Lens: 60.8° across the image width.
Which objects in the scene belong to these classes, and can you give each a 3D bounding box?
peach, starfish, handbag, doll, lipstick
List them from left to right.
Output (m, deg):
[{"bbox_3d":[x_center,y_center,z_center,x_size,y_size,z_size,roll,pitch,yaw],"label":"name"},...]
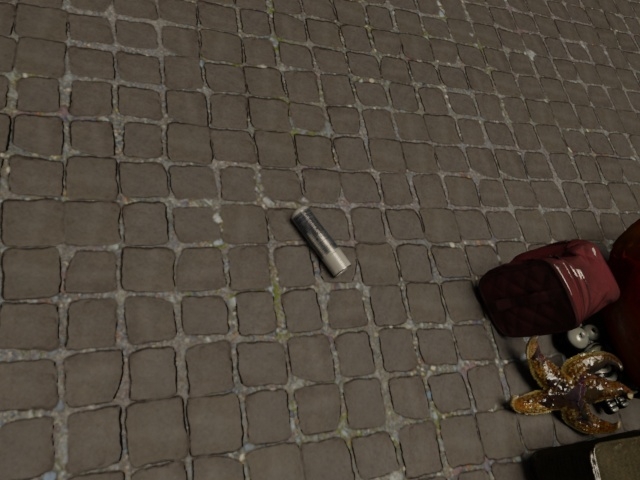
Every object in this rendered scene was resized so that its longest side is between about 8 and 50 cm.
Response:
[{"bbox_3d":[0.000,0.000,0.991,0.040,0.040,0.141,-30,79,-32],"label":"lipstick"},{"bbox_3d":[0.408,0.091,1.003,0.135,0.225,0.146,-24,88,-26],"label":"handbag"},{"bbox_3d":[0.450,0.267,1.004,0.238,0.071,0.216,-18,82,-15],"label":"starfish"},{"bbox_3d":[0.530,0.230,1.076,0.091,0.067,0.219,-16,70,-22],"label":"doll"},{"bbox_3d":[0.717,0.125,1.049,0.353,0.339,0.416,27,53,-8],"label":"peach"}]

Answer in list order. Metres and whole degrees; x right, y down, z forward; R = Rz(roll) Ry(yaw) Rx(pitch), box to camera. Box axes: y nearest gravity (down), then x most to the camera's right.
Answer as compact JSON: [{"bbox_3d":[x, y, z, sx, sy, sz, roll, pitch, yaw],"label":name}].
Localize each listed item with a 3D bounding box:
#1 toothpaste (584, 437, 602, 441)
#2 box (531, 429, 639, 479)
[{"bbox_3d":[0.516,0.462,0.971,0.056,0.036,0.205,3,67,-24],"label":"toothpaste"},{"bbox_3d":[0.517,0.412,0.892,0.273,0.143,0.184,-1,70,-20],"label":"box"}]
